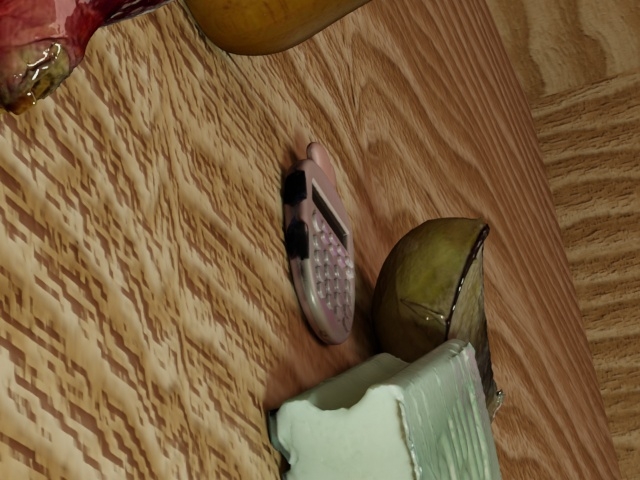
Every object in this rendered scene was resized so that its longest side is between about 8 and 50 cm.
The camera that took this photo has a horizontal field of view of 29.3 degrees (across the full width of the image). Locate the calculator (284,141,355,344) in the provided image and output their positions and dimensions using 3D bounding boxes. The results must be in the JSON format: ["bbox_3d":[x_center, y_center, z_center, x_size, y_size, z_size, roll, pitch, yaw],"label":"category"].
[{"bbox_3d":[0.000,0.000,0.902,0.103,0.024,0.166,55,26,-48],"label":"calculator"}]

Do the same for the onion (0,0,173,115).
[{"bbox_3d":[-0.105,-0.153,0.514,0.195,0.139,0.218,59,23,-61],"label":"onion"}]

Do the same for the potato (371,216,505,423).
[{"bbox_3d":[0.081,0.089,1.021,0.120,0.100,0.261,-54,151,-29],"label":"potato"}]

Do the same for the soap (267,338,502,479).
[{"bbox_3d":[0.058,0.152,0.809,0.261,0.094,0.150,-6,79,-75],"label":"soap"}]

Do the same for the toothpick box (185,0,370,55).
[{"bbox_3d":[0.050,-0.234,0.809,0.192,0.294,0.192,-17,90,-74],"label":"toothpick box"}]
